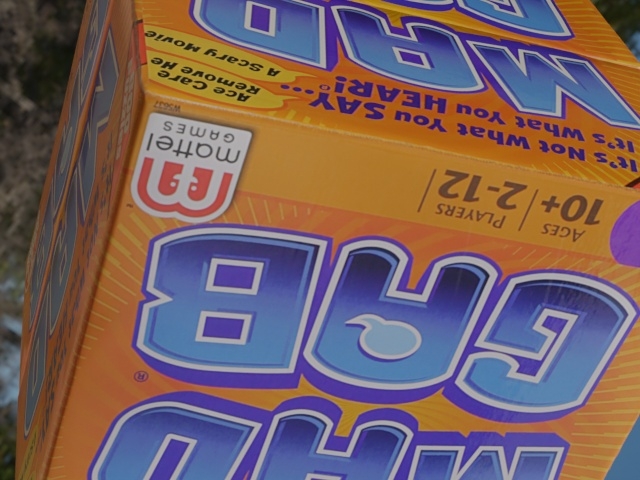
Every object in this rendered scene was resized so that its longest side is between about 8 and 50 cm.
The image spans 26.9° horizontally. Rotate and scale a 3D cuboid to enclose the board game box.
[{"bbox_3d":[0.000,0.000,0.929,0.356,0.356,0.356,-106,-149,-55],"label":"board game box"}]
